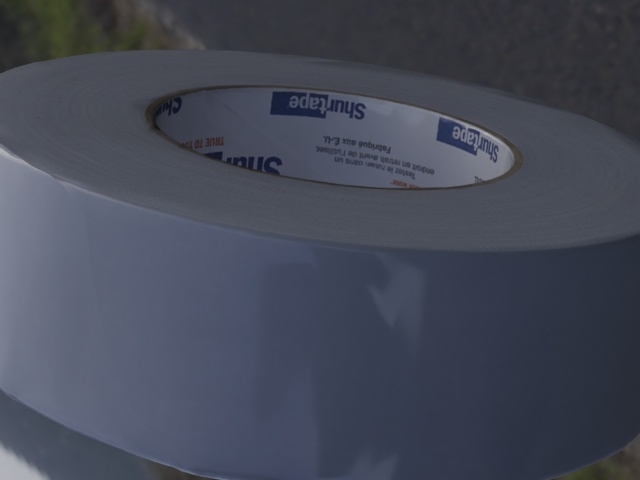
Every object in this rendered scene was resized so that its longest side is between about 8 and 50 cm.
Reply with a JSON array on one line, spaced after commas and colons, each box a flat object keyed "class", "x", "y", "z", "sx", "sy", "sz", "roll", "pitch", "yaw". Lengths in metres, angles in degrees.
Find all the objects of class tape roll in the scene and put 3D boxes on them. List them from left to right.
[{"class": "tape roll", "x": 0.000, "y": 0.000, "z": 0.566, "sx": 0.219, "sy": 0.219, "sz": 0.072, "roll": -136, "pitch": 49, "yaw": -63}]
